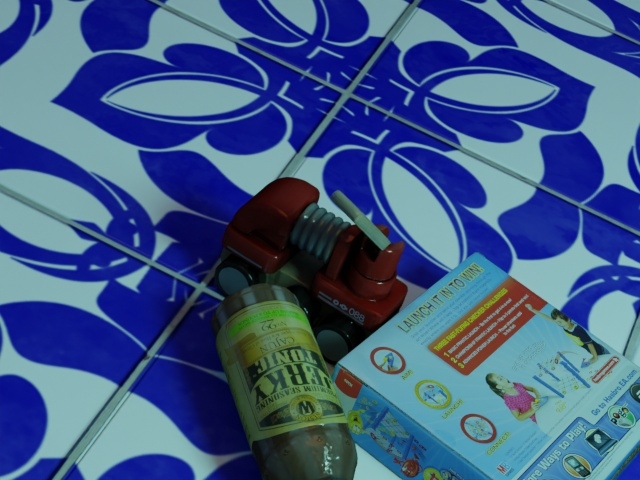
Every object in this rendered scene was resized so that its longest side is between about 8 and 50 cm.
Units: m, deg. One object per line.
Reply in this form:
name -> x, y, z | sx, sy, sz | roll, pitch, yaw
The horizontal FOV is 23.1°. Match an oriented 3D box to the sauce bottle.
sauce bottle -> -0.024, 0.198, 1.664 | 0.111, 0.111, 0.344 | -2, 44, -25

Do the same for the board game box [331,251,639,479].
board game box -> 0.207, 0.187, 1.796 | 0.302, 0.086, 0.308 | 36, 42, 19

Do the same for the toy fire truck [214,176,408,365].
toy fire truck -> 0.000, 0.000, 1.792 | 0.217, 0.246, 0.158 | 32, 40, 13
